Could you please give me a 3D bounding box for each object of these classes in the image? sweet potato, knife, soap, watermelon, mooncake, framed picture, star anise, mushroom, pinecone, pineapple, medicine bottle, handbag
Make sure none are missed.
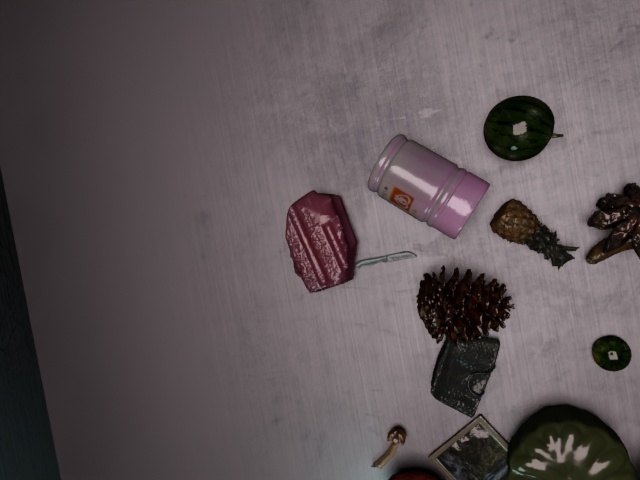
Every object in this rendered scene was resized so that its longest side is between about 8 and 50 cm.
[{"bbox_3d":[0.889,-0.004,1.475,0.273,0.075,0.075,-23,87,21],"label":"sweet potato"},{"bbox_3d":[0.216,0.062,1.729,0.210,0.015,0.028,-13,84,18],"label":"knife"},{"bbox_3d":[0.000,0.000,1.736,0.220,0.127,0.325,-23,86,18],"label":"soap"},{"bbox_3d":[0.579,-0.317,1.490,0.214,0.188,0.188,23,101,22],"label":"watermelon"},{"bbox_3d":[0.732,0.669,1.512,0.351,0.187,0.351,0,90,16],"label":"mooncake"},{"bbox_3d":[0.544,0.753,1.674,0.240,0.020,0.324,-45,81,15],"label":"framed picture"},{"bbox_3d":[0.860,-0.062,1.415,0.236,0.109,0.223,-32,57,18],"label":"star anise"},{"bbox_3d":[0.229,0.711,1.756,0.060,0.061,0.187,29,107,9],"label":"mushroom"},{"bbox_3d":[0.434,0.197,1.570,0.292,0.246,0.246,1,95,2],"label":"pinecone"},{"bbox_3d":[0.853,0.331,1.517,0.105,0.062,0.106,-2,85,19],"label":"watermelon"},{"bbox_3d":[0.631,-0.013,1.540,0.248,0.128,0.128,36,104,6],"label":"pineapple"},{"bbox_3d":[0.323,-0.163,1.577,0.315,0.202,0.202,33,103,13],"label":"medicine bottle"},{"bbox_3d":[0.453,0.416,1.650,0.175,0.088,0.270,18,100,8],"label":"handbag"}]

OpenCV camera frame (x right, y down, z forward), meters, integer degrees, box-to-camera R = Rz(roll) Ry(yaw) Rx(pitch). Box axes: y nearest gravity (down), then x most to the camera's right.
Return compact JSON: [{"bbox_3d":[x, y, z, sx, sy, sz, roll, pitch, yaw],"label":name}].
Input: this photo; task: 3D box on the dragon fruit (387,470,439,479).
[{"bbox_3d":[0.298,0.853,1.657,0.252,0.241,0.241,-26,86,7],"label":"dragon fruit"}]
